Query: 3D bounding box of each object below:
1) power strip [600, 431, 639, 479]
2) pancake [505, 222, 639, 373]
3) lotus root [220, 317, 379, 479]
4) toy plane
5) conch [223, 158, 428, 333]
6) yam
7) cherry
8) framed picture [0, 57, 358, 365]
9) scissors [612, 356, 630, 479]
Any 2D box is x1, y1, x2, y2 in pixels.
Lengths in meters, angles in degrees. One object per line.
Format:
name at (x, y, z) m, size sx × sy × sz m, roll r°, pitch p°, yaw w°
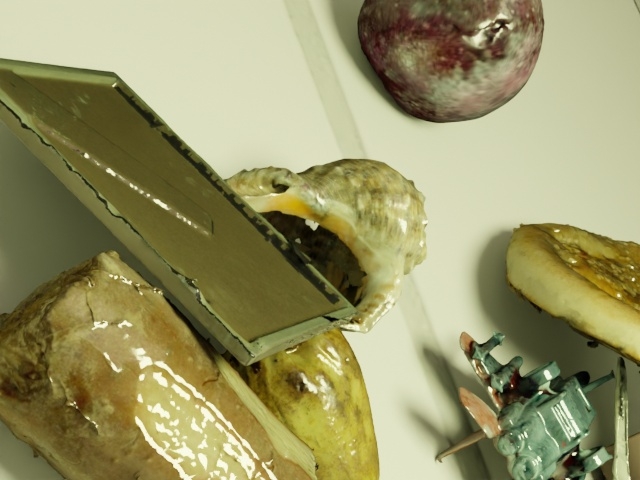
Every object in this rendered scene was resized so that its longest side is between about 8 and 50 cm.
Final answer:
power strip at (0.365, 0.222, 1.307) m, size 0.154 × 0.154 × 0.078 m, roll -1°, pitch 64°, yaw -53°
pancake at (0.360, 0.083, 1.336) m, size 0.382 × 0.071 × 0.382 m, roll 25°, pitch 16°, yaw -8°
lotus root at (-0.007, 0.142, 0.954) m, size 0.108 × 0.094 × 0.191 m, roll -25°, pitch 97°, yaw -17°
toy plane at (0.220, 0.164, 1.210) m, size 0.326 × 0.104 × 0.223 m, roll -23°, pitch 83°, yaw -56°
conch at (0.000, 0.000, 1.031) m, size 0.207 × 0.130 × 0.155 m, roll 15°, pitch 39°, yaw -29°
yam at (-0.107, 0.114, 0.814) m, size 0.238 × 0.129 × 0.128 m, roll 46°, pitch 63°, yaw -16°
cherry at (0.141, -0.213, 1.329) m, size 0.195 × 0.195 × 0.195 m, roll 32°, pitch 42°, yaw -34°
framed picture at (-0.104, -0.030, 0.895) m, size 0.281 × 0.019 × 0.209 m, roll 44°, pitch 17°, yaw 13°
scissors at (0.288, 0.259, 1.223) m, size 0.109 × 0.022 × 0.300 m, roll 18°, pitch 70°, yaw -43°
